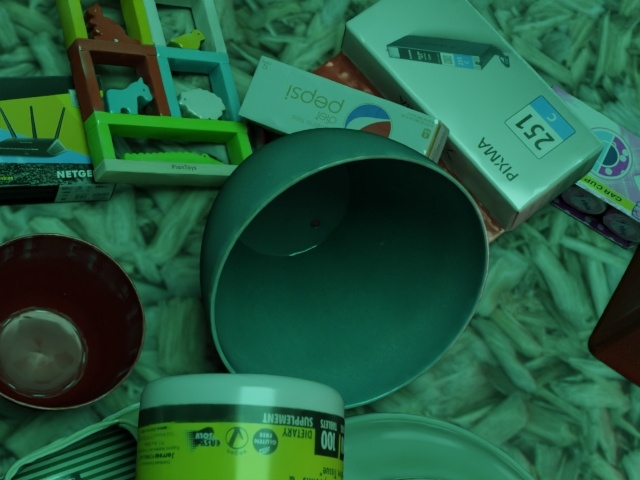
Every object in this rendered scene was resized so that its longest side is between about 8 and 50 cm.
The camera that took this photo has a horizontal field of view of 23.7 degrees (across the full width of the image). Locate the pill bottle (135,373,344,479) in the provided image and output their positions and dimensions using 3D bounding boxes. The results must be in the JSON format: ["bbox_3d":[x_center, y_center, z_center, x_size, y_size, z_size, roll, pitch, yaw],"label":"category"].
[{"bbox_3d":[-0.075,0.293,1.350,0.188,0.188,0.334,5,77,-16],"label":"pill bottle"}]

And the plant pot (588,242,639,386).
[{"bbox_3d":[0.505,0.056,1.693,0.267,0.236,0.267,34,60,-1],"label":"plant pot"}]

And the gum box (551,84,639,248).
[{"bbox_3d":[0.322,-0.083,1.795,0.188,0.062,0.107,31,60,-2],"label":"gum box"}]

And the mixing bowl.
[{"bbox_3d":[-0.270,0.094,1.492,0.181,0.098,0.181,8,63,-16],"label":"mixing bowl"}]

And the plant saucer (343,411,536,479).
[{"bbox_3d":[0.095,0.347,1.487,0.400,0.100,0.400,7,64,-13],"label":"plant saucer"}]

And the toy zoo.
[{"bbox_3d":[-0.185,-0.196,1.666,0.192,0.030,0.293,0,65,-37],"label":"toy zoo"}]

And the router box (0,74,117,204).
[{"bbox_3d":[-0.313,-0.105,1.601,0.179,0.046,0.133,-4,66,-21],"label":"router box"}]

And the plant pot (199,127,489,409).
[{"bbox_3d":[0.000,0.000,1.554,0.290,0.290,0.195,-5,31,-20],"label":"plant pot"}]

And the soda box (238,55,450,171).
[{"bbox_3d":[0.026,-0.128,1.660,0.216,0.069,0.074,21,89,15],"label":"soda box"}]

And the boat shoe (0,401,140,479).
[{"bbox_3d":[-0.172,0.211,1.473,0.302,0.094,0.109,-23,75,-26],"label":"boat shoe"}]

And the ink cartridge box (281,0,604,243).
[{"bbox_3d":[0.122,-0.128,1.704,0.261,0.066,0.296,-37,75,-19],"label":"ink cartridge box"}]
